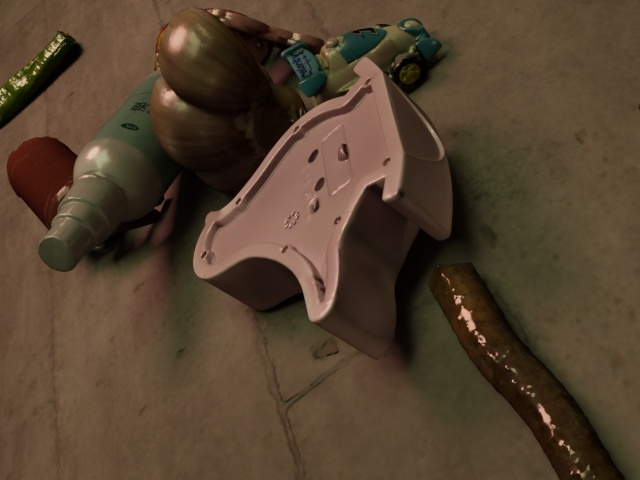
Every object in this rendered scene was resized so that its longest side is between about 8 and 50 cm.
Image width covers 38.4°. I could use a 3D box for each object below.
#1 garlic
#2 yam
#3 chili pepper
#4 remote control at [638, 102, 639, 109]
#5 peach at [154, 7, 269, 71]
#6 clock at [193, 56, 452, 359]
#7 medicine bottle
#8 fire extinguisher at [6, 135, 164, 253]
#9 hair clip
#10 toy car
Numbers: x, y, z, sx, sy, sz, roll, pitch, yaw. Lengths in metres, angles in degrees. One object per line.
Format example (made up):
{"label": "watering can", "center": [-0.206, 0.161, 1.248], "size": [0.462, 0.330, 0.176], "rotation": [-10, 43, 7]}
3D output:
{"label": "garlic", "center": [-0.123, -0.153, 1.059], "size": [0.191, 0.214, 0.160], "rotation": [37, 93, 43]}
{"label": "yam", "center": [0.156, 0.119, 0.659], "size": [0.045, 0.045, 0.327], "rotation": [-58, 32, 22]}
{"label": "chili pepper", "center": [-0.611, -0.273, 1.762], "size": [0.359, 0.076, 0.085], "rotation": [-40, 17, 0]}
{"label": "remote control", "center": [0.297, -0.100, 0.759], "size": [0.039, 0.014, 0.096], "rotation": [-34, 36, 15]}
{"label": "peach", "center": [-0.149, -0.254, 1.280], "size": [0.172, 0.127, 0.092], "rotation": [-14, 32, 0]}
{"label": "clock", "center": [0.000, 0.000, 0.860], "size": [0.275, 0.080, 0.290], "rotation": [-41, 32, 22]}
{"label": "medicine bottle", "center": [-0.235, -0.087, 1.112], "size": [0.110, 0.110, 0.352], "rotation": [-20, 27, 30]}
{"label": "fire extinguisher", "center": [-0.323, -0.065, 1.268], "size": [0.147, 0.107, 0.337], "rotation": [-29, 32, -21]}
{"label": "hair clip", "center": [-0.082, -0.267, 1.189], "size": [0.102, 0.138, 0.123], "rotation": [-49, 29, -14]}
{"label": "toy car", "center": [0.044, -0.204, 1.035], "size": [0.161, 0.098, 0.126], "rotation": [-38, 38, 12]}
